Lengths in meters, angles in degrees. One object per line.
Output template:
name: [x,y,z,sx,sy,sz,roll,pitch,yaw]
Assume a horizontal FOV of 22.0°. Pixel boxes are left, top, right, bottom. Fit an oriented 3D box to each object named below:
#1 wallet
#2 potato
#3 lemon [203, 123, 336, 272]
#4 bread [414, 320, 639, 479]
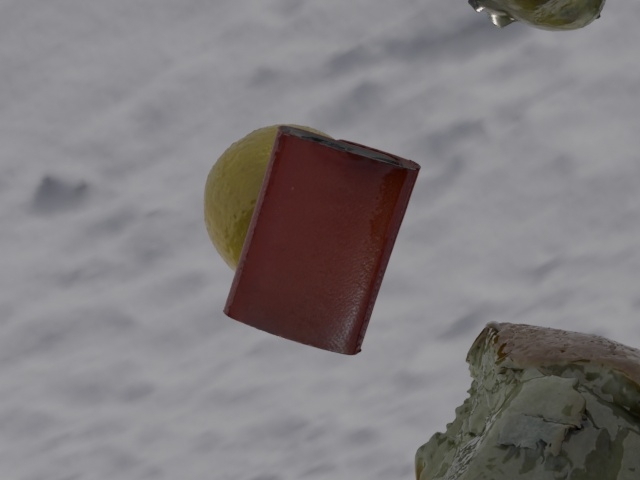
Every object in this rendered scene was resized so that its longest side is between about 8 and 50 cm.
wallet: [0.000,0.000,1.590,0.142,0.045,0.204,16,109,-3]
potato: [0.116,-0.184,1.030,0.085,0.105,0.188,-66,153,-2]
lemon: [-0.031,-0.030,1.759,0.178,0.203,0.178,-29,153,-16]
bread: [0.205,0.186,1.257,0.250,0.225,0.279,19,173,1]
